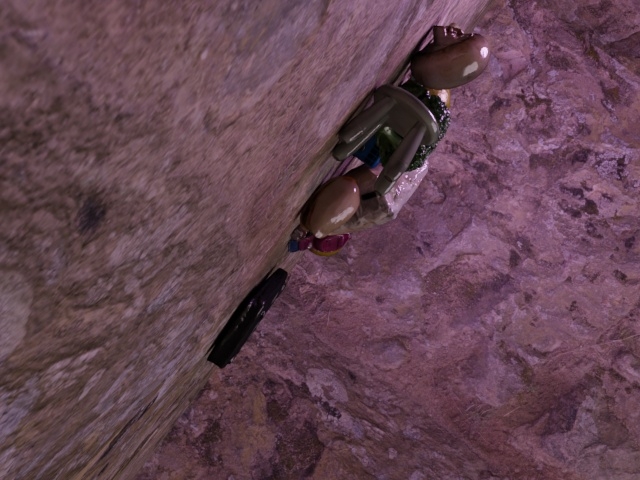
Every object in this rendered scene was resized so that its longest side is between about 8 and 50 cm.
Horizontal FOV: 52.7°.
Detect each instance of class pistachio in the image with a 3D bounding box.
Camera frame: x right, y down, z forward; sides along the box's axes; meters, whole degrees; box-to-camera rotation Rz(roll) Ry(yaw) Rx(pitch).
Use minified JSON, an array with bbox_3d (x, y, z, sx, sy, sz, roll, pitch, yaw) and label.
[{"bbox_3d":[0.031,-0.106,1.956,0.215,0.144,0.144,-46,176,-14],"label":"pistachio"}]

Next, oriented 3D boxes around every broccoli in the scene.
[{"bbox_3d":[0.242,-0.329,1.850,0.241,0.269,0.261,2,158,-45],"label":"broccoli"}]

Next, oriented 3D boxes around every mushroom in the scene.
[{"bbox_3d":[0.361,-0.520,1.815,0.226,0.178,0.226,-15,-151,9],"label":"mushroom"}]

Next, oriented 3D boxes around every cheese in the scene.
[{"bbox_3d":[0.000,0.000,2.347,0.244,0.062,0.155,-11,144,-12],"label":"cheese"}]

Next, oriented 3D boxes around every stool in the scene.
[{"bbox_3d":[0.159,-0.245,1.585,0.199,0.195,0.195,-51,178,-9],"label":"stool"}]

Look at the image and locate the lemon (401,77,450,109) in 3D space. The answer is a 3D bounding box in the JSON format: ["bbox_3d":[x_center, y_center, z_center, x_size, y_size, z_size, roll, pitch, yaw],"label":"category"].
[{"bbox_3d":[0.321,-0.439,2.105,0.248,0.184,0.184,-38,-172,39],"label":"lemon"}]

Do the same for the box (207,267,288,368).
[{"bbox_3d":[-0.263,0.287,2.422,0.350,0.091,0.359,-54,180,26],"label":"box"}]

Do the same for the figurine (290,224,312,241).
[{"bbox_3d":[-0.062,-0.025,2.228,0.072,0.054,0.129,-46,180,26],"label":"figurine"}]

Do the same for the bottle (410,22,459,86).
[{"bbox_3d":[0.367,-0.588,2.019,0.270,0.083,0.083,-57,180,-26],"label":"bottle"}]

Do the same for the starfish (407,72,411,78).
[{"bbox_3d":[0.312,-0.564,2.117,0.092,0.016,0.086,-55,-179,-18],"label":"starfish"}]

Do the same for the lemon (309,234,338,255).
[{"bbox_3d":[0.015,-0.021,2.501,0.170,0.170,0.207,-53,163,8],"label":"lemon"}]

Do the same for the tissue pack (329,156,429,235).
[{"bbox_3d":[0.175,-0.173,2.255,0.389,0.195,0.375,-21,-164,37],"label":"tissue pack"}]

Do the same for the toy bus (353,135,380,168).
[{"bbox_3d":[0.191,-0.330,2.057,0.185,0.106,0.090,-54,175,29],"label":"toy bus"}]
